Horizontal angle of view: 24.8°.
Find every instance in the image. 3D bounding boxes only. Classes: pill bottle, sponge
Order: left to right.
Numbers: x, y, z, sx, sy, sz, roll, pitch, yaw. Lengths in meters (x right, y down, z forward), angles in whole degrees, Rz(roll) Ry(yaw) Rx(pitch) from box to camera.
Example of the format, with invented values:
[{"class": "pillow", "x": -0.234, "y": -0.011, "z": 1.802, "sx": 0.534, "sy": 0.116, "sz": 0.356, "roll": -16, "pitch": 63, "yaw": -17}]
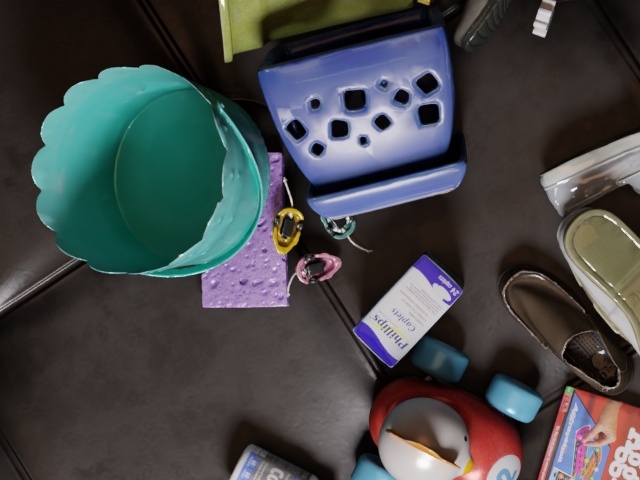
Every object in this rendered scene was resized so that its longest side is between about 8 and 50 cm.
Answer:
[{"class": "sponge", "x": -0.104, "y": -0.014, "z": 1.958, "sx": 0.117, "sy": 0.031, "sz": 0.210, "roll": -2, "pitch": 90, "yaw": 7}, {"class": "pill bottle", "x": -0.050, "y": 0.334, "z": 1.933, "sx": 0.137, "sy": 0.078, "sz": 0.078, "roll": 25, "pitch": 94, "yaw": 7}]

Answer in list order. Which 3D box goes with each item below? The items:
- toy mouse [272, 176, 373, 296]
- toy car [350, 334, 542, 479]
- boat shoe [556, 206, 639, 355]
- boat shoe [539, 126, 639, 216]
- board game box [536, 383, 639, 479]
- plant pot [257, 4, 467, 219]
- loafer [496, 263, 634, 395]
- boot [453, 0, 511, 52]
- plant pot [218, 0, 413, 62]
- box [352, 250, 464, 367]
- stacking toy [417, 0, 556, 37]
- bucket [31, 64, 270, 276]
[{"class": "toy mouse", "x": 0.000, "y": 0.000, "z": 1.936, "sx": 0.143, "sy": 0.031, "sz": 0.161, "roll": 7, "pitch": 101, "yaw": -20}, {"class": "toy car", "x": 0.152, "y": 0.261, "z": 1.822, "sx": 0.210, "sy": 0.238, "sz": 0.219, "roll": 27, "pitch": 95, "yaw": 7}, {"class": "boat shoe", "x": 0.416, "y": 0.079, "z": 1.851, "sx": 0.113, "sy": 0.103, "sz": 0.302, "roll": -37, "pitch": 94, "yaw": 1}, {"class": "boat shoe", "x": 0.399, "y": -0.096, "z": 1.868, "sx": 0.227, "sy": 0.079, "sz": 0.081, "roll": -23, "pitch": 95, "yaw": 14}, {"class": "board game box", "x": 0.350, "y": 0.343, "z": 1.903, "sx": 0.145, "sy": 0.027, "sz": 0.281, "roll": 16, "pitch": 93, "yaw": 6}, {"class": "plant pot", "x": 0.066, "y": -0.159, "z": 1.830, "sx": 0.236, "sy": 0.236, "sz": 0.212, "roll": -15, "pitch": 104, "yaw": 7}, {"class": "loafer", "x": 0.321, "y": 0.113, "z": 1.876, "sx": 0.220, "sy": 0.078, "sz": 0.080, "roll": 41, "pitch": 96, "yaw": 5}, {"class": "boot", "x": 0.188, "y": -0.379, "z": 1.894, "sx": 0.161, "sy": 0.083, "sz": 0.246, "roll": 26, "pitch": 87, "yaw": 11}, {"class": "plant pot", "x": -0.010, "y": -0.374, "z": 1.841, "sx": 0.254, "sy": 0.276, "sz": 0.276, "roll": -5, "pitch": 90, "yaw": -3}, {"class": "box", "x": 0.116, "y": 0.087, "z": 1.880, "sx": 0.072, "sy": 0.126, "sz": 0.137, "roll": 43, "pitch": 96, "yaw": 4}, {"class": "stacking toy", "x": 0.234, "y": -0.375, "z": 1.818, "sx": 0.167, "sy": 0.052, "sz": 0.221, "roll": 19, "pitch": 83, "yaw": 9}, {"class": "bucket", "x": -0.207, "y": -0.085, "z": 1.869, "sx": 0.281, "sy": 0.183, "sz": 0.281, "roll": 0, "pitch": 90, "yaw": 22}]
